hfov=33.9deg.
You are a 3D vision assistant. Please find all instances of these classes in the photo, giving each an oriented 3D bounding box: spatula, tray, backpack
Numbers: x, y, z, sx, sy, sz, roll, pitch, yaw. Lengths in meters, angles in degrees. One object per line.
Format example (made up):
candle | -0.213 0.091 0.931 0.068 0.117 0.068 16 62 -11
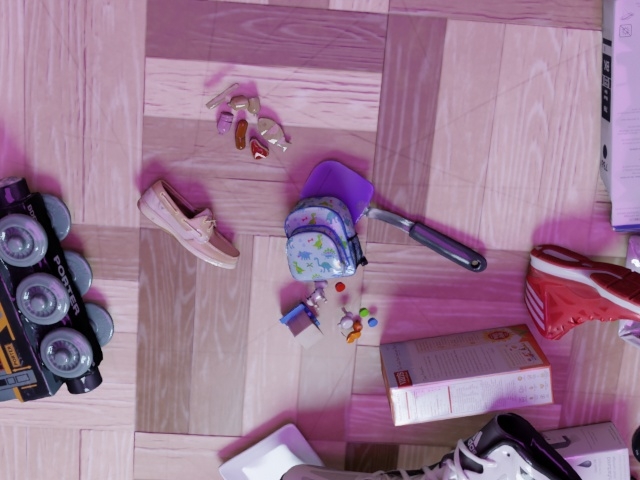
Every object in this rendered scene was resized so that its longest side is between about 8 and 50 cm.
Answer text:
spatula | 0.115 -0.025 1.538 0.296 0.030 0.084 25 111 -11
tray | -0.030 0.419 1.674 0.145 0.030 0.270 -32 106 8
backpack | 0.000 0.000 1.502 0.105 0.084 0.114 -7 109 23

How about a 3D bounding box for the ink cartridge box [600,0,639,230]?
ink cartridge box | 0.484 -0.184 1.490 0.165 0.065 0.332 -3 106 -2

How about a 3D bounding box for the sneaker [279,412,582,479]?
sneaker | 0.169 0.340 1.537 0.448 0.169 0.257 13 110 4

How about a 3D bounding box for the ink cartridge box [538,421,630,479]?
ink cartridge box | 0.369 0.386 1.650 0.218 0.092 0.158 -8 108 2

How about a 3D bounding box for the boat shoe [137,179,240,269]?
boat shoe | -0.180 -0.024 1.509 0.170 0.063 0.059 35 109 -12

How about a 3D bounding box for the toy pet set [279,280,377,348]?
toy pet set | 0.003 0.107 1.568 0.114 0.065 0.122 -37 134 2

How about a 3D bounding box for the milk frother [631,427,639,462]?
milk frother | 0.580 0.346 1.623 0.143 0.135 0.129 -26 105 2

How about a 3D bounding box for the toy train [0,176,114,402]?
toy train | -0.428 0.078 1.497 0.190 0.142 0.334 -14 108 12

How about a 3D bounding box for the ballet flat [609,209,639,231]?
ballet flat | 0.511 -0.039 1.543 0.168 0.057 0.052 -1 98 -3

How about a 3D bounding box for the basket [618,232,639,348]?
basket | 0.518 0.078 1.541 0.103 0.113 0.167 -6 109 -24

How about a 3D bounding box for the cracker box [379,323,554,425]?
cracker box | 0.210 0.196 1.549 0.232 0.155 0.067 -7 108 0

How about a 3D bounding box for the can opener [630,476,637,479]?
can opener | 0.531 0.469 1.704 0.059 0.073 0.186 -4 95 -9

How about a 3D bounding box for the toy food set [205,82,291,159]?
toy food set | -0.105 -0.163 1.493 0.078 0.019 0.122 -34 114 8

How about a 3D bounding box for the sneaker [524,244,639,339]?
sneaker | 0.398 0.100 1.534 0.087 0.221 0.128 -21 128 -42
